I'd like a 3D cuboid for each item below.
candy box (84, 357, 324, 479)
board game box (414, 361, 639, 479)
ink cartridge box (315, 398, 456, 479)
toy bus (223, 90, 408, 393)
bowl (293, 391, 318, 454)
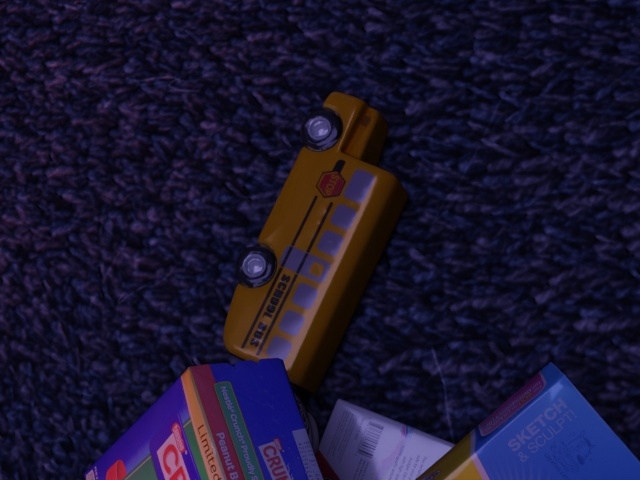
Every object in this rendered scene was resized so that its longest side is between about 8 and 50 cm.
[{"bbox_3d":[-0.115,0.308,1.348,0.317,0.122,0.268,-44,58,47],"label":"candy box"},{"bbox_3d":[0.199,0.319,1.320,0.316,0.064,0.242,-42,97,2],"label":"board game box"},{"bbox_3d":[0.082,0.268,1.421,0.175,0.072,0.127,20,81,19],"label":"ink cartridge box"},{"bbox_3d":[0.000,0.000,1.503,0.130,0.108,0.332,23,82,20],"label":"toy bus"},{"bbox_3d":[-0.054,0.229,1.454,0.080,0.170,0.170,6,77,-28],"label":"bowl"}]
